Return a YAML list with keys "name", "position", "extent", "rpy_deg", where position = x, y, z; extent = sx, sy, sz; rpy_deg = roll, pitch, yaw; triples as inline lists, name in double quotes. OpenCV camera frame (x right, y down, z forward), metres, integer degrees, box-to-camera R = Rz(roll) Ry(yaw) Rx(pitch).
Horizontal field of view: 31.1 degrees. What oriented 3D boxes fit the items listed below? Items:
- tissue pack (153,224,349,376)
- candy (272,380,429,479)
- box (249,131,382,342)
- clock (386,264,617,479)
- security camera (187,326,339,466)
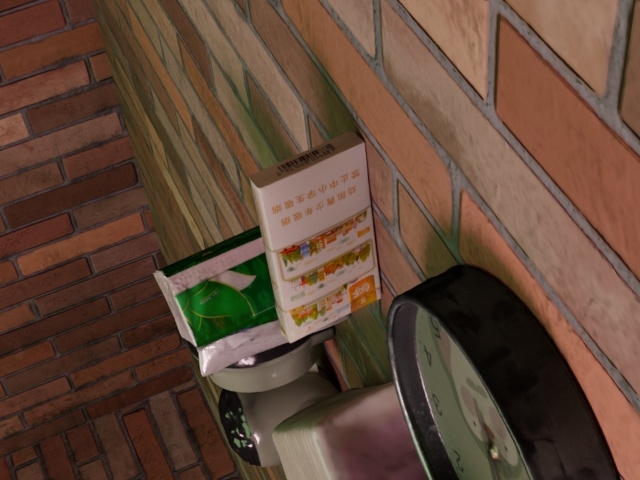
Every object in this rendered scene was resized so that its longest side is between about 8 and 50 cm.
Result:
- name: "tissue pack"
  position: [-0.079, 0.064, 1.427]
  extent: [0.156, 0.209, 0.148]
  rpy_deg: [67, 167, -2]
- name: "candy"
  position: [0.055, 0.286, 1.370]
  extent: [0.359, 0.145, 0.208]
  rpy_deg: [139, 109, -76]
- name: "box"
  position: [0.000, 0.000, 1.190]
  extent: [0.032, 0.122, 0.220]
  rpy_deg: [47, 155, 43]
- name: "clock"
  position: [0.151, 0.179, 0.983]
  extent: [0.319, 0.066, 0.318]
  rpy_deg: [158, 90, -77]
- name: "security camera"
  position: [-0.073, 0.201, 1.671]
  extent: [0.197, 0.191, 0.277]
  rpy_deg: [47, 155, 56]
